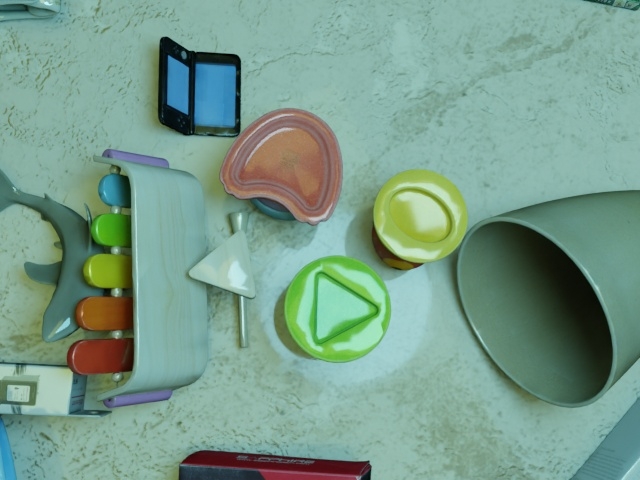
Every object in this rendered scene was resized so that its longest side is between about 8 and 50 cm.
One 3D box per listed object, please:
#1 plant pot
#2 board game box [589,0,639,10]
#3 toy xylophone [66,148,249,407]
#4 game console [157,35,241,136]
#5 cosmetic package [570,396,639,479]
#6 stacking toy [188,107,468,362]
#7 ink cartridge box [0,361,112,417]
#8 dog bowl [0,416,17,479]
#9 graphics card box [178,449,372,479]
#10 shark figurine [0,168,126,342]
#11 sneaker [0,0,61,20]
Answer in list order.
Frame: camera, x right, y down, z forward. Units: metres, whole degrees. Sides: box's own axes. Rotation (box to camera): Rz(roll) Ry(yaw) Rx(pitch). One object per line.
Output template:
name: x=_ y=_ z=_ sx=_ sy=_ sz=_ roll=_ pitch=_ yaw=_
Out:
plant pot: x=0.365 y=0.039 z=1.006 sx=0.274 sy=0.256 sz=0.256 roll=-25 pitch=85 yaw=-26
board game box: x=0.366 y=-0.437 z=1.161 sx=0.260 sy=0.030 sz=0.136 roll=9 pitch=83 yaw=-5
toy xylophone: x=-0.192 y=0.049 z=0.968 sx=0.081 sy=0.236 sz=0.322 roll=-6 pitch=75 yaw=36
game console: x=-0.164 y=-0.209 z=1.050 sx=0.071 sy=0.107 sz=0.122 roll=-4 pitch=81 yaw=22
cosmetic package: x=0.442 y=0.287 z=1.025 sx=0.231 sy=0.117 sz=0.085 roll=-44 pitch=89 yaw=-9
stacking toy: x=0.000 y=0.000 z=1.008 sx=0.309 sy=0.130 sz=0.279 roll=30 pitch=79 yaw=1
ink cartridge box: x=-0.354 y=0.184 z=0.955 sx=0.180 sy=0.104 sz=0.060 roll=4 pitch=81 yaw=-6
dog bowl: x=-0.391 y=0.345 z=0.905 sx=0.074 sy=0.166 sz=0.297 roll=-12 pitch=83 yaw=-19
graphics card box: x=-0.061 y=0.453 z=0.928 sx=0.233 sy=0.094 sz=0.370 roll=1 pitch=83 yaw=11
shark figurine: x=-0.325 y=-0.017 z=0.972 sx=0.166 sy=0.116 sz=0.278 roll=-20 pitch=57 yaw=-35
sneaker: x=-0.351 y=-0.390 z=1.041 sx=0.293 sy=0.108 sz=0.169 roll=-18 pitch=86 yaw=1
